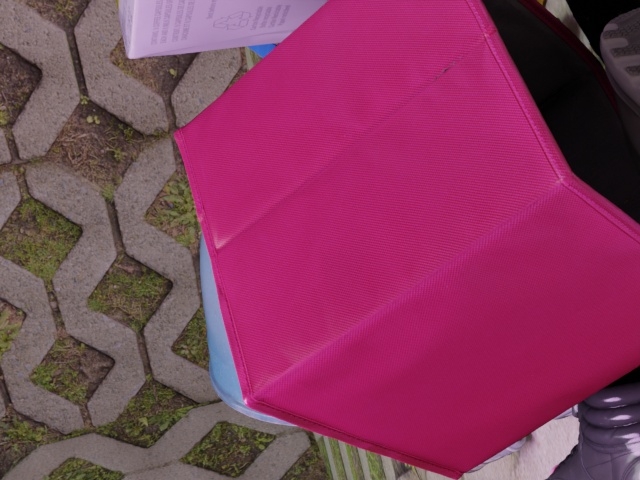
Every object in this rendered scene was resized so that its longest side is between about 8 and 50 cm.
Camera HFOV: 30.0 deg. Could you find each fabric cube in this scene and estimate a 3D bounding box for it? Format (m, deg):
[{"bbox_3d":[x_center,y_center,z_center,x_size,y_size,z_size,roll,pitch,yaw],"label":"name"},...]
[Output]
[{"bbox_3d":[0.091,-0.020,0.859,0.254,0.258,0.259,26,-145,-45],"label":"fabric cube"}]

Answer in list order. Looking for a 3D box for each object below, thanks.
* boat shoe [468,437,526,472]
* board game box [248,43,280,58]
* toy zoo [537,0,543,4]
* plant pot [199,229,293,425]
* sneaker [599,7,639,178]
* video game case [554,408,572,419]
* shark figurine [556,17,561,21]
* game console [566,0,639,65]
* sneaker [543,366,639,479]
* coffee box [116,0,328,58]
[{"bbox_3d":[0.165,0.119,1.469,0.103,0.118,0.320,-33,60,40],"label":"boat shoe"},{"bbox_3d":[-0.010,-0.323,1.361,0.308,0.086,0.302,28,-130,-57],"label":"board game box"},{"bbox_3d":[0.161,-0.267,1.133,0.293,0.030,0.192,90,165,-57],"label":"toy zoo"},{"bbox_3d":[0.000,0.000,1.178,0.271,0.272,0.255,-120,18,-64],"label":"plant pot"},{"bbox_3d":[0.257,-0.029,0.717,0.115,0.105,0.281,65,-170,-45],"label":"sneaker"},{"bbox_3d":[0.222,0.072,1.182,0.183,0.023,0.201,81,175,-77],"label":"video game case"},{"bbox_3d":[0.138,-0.065,1.086,0.166,0.116,0.278,-117,40,-84],"label":"shark figurine"},{"bbox_3d":[0.223,-0.187,0.914,0.107,0.071,0.122,-55,40,36],"label":"game console"},{"bbox_3d":[0.246,0.173,1.011,0.296,0.105,0.147,139,120,-74],"label":"sneaker"},{"bbox_3d":[-0.009,-0.375,0.926,0.337,0.338,0.334,128,131,-70],"label":"coffee box"}]
